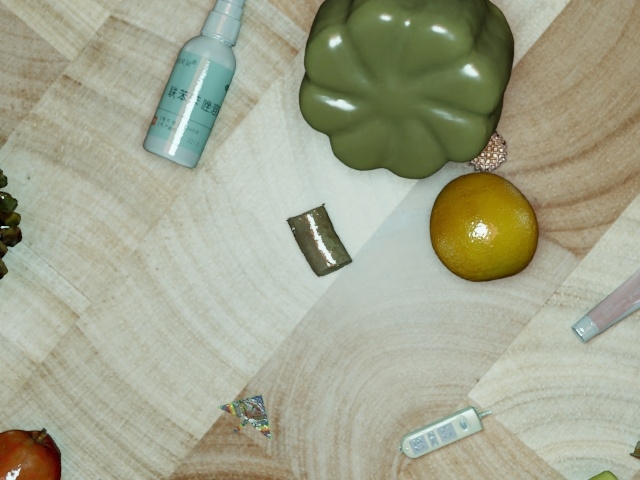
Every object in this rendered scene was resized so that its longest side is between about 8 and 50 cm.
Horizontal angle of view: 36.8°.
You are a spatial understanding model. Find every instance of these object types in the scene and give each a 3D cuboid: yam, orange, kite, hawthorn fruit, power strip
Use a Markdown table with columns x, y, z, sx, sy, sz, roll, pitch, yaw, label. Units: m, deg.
| x | y | z | sx | sy | sz | roll | pitch | yaw | label |
| --- | --- | --- | --- | --- | --- | --- | --- | --- | --- |
| -0.002 | 0.000 | 1.806 | 0.084 | 0.084 | 0.127 | -27 | 85 | 3 | yam |
| 0.292 | -0.024 | 1.737 | 0.206 | 0.206 | 0.206 | 0 | 90 | 3 | orange |
| -0.135 | 0.336 | 1.847 | 0.122 | 0.004 | 0.090 | 36 | 91 | 3 | kite |
| -0.566 | 0.436 | 1.787 | 0.185 | 0.185 | 0.202 | 36 | 88 | 3 | hawthorn fruit |
| 0.235 | 0.360 | 1.813 | 0.191 | 0.030 | 0.047 | -25 | 89 | 3 | power strip |

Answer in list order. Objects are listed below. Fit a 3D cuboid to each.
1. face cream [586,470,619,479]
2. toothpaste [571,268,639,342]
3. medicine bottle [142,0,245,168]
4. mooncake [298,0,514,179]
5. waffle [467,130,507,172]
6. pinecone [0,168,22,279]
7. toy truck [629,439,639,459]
| x | y | z | sx | sy | sz | roll | pitch | yaw | label |
| --- | --- | --- | --- | --- | --- | --- | --- | --- | --- |
| 0.486 | 0.543 | 1.703 | 0.179 | 0.218 | 0.218 | -28 | 88 | 2 | face cream |
| 0.557 | 0.119 | 1.794 | 0.194 | 0.043 | 0.067 | -35 | 86 | -3 | toothpaste |
| -0.220 | -0.314 | 1.804 | 0.110 | 0.110 | 0.351 | 23 | 91 | 3 | medicine bottle |
| 0.144 | -0.282 | 1.663 | 0.378 | 0.200 | 0.378 | 9 | 128 | 11 | mooncake |
| 0.311 | -0.167 | 1.813 | 0.083 | 0.029 | 0.075 | -33 | 85 | 6 | waffle |
| -0.729 | -0.051 | 1.710 | 0.398 | 0.398 | 0.397 | 0 | 90 | 3 | pinecone |
| 0.757 | 0.390 | 1.735 | 0.338 | 0.133 | 0.184 | 21 | 82 | 5 | toy truck |
